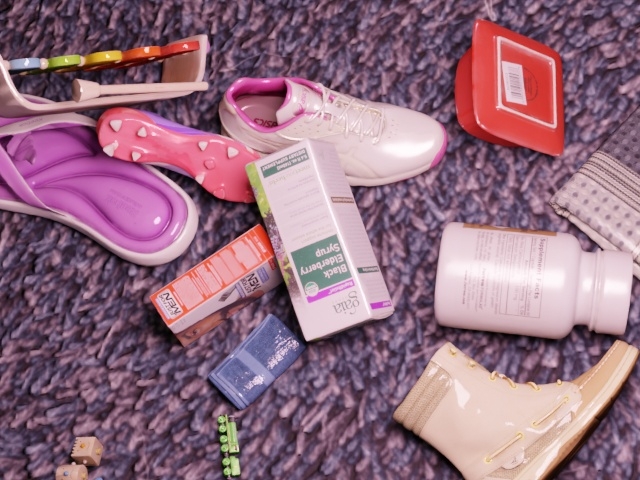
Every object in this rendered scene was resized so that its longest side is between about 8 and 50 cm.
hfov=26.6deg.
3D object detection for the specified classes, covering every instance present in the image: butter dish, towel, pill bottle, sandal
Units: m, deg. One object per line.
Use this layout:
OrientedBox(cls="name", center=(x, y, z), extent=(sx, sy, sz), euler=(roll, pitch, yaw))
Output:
OrientedBox(cls="butter dish", center=(0.230, -0.185, 1.768), extent=(0.160, 0.118, 0.160), euler=(16, 66, -33))
OrientedBox(cls="towel", center=(-0.079, 0.154, 1.719), extent=(0.119, 0.029, 0.067), euler=(-44, 71, -10))
OrientedBox(cls="pill bottle", center=(0.260, 0.052, 1.657), extent=(0.229, 0.131, 0.131), euler=(6, 70, 10))
OrientedBox(cls="towel", center=(0.511, -0.055, 1.716), extent=(0.324, 0.056, 0.312), euler=(40, 76, 22))
OrientedBox(cls="sandal", center=(-0.348, -0.105, 1.815), extent=(0.416, 0.102, 0.169), euler=(22, 73, 15))

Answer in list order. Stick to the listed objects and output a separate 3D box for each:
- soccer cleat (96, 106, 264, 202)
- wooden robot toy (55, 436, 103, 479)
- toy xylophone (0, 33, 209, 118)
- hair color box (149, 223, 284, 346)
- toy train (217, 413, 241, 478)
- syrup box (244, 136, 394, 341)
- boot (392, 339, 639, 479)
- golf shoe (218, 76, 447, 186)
OrientedBox(cls="soccer cleat", center=(-0.172, -0.119, 1.782), extent=(0.248, 0.095, 0.083), euler=(16, 113, -10))
OrientedBox(cls="wooden robot toy", center=(-0.322, 0.325, 1.667), extent=(0.079, 0.076, 0.173), euler=(-3, 68, 18))
OrientedBox(cls="toy xylophone", center=(-0.280, -0.215, 1.752), extent=(0.236, 0.322, 0.081), euler=(-3, 97, 49))
OrientedBox(cls="hair color box", center=(-0.126, 0.059, 1.728), extent=(0.167, 0.093, 0.053), euler=(-33, 68, -5))
OrientedBox(cls="toy train", center=(-0.113, 0.256, 1.691), extent=(0.023, 0.017, 0.083), euler=(-6, 68, -5))
OrientedBox(cls="syrup box", center=(0.000, 0.000, 1.691), extent=(0.093, 0.096, 0.237), euler=(-22, 82, 20))
OrientedBox(cls="boot", center=(0.236, 0.178, 1.635), extent=(0.203, 0.095, 0.262), euler=(40, 83, 21))
OrientedBox(cls="golf shoe", center=(0.011, -0.148, 1.765), extent=(0.306, 0.140, 0.115), euler=(5, 68, 8))
